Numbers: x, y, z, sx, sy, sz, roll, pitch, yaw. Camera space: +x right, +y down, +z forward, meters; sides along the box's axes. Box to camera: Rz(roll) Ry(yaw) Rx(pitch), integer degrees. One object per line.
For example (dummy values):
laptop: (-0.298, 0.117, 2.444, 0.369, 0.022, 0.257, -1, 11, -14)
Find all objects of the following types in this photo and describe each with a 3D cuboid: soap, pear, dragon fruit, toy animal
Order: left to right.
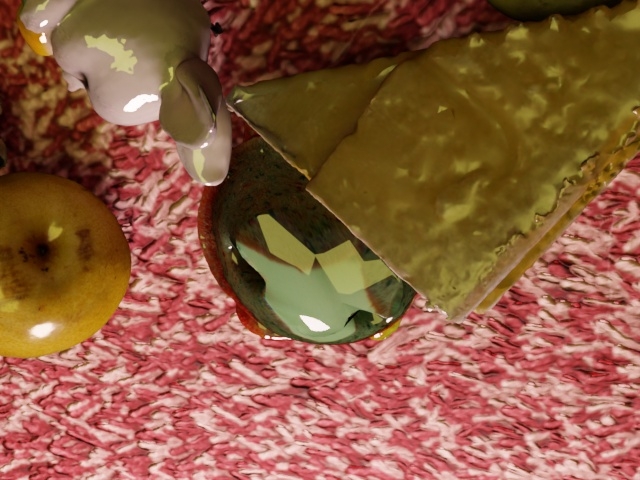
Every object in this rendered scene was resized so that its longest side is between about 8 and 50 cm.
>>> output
pear: (-0.314, 0.030, 1.044, 0.209, 0.209, 0.209, 5, 120, 9)
toy animal: (-0.185, -0.205, 0.875, 0.154, 0.208, 0.325, -44, 82, -8)
dragon fruit: (0.000, 0.000, 1.001, 0.268, 0.130, 0.295, -31, 108, 20)
soap: (0.128, -0.152, 0.810, 0.304, 0.169, 0.339, 44, 104, 12)

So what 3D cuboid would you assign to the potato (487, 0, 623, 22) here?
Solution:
potato: (0.231, -0.270, 0.779, 0.228, 0.148, 0.197, -29, 123, 33)

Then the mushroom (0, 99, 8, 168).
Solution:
mushroom: (-0.401, -0.127, 1.024, 0.154, 0.122, 0.154, 35, 154, 20)
